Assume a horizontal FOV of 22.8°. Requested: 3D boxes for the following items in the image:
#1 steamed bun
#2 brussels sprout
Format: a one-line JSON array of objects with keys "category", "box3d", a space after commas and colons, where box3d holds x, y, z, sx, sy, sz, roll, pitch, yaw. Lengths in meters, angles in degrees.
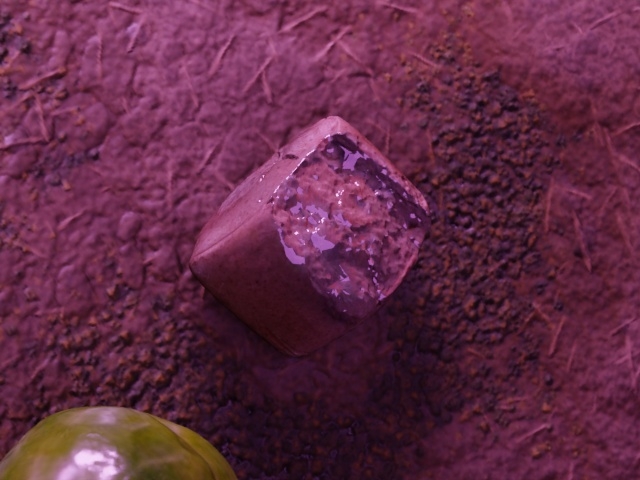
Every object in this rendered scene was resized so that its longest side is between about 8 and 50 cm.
[{"category": "steamed bun", "box3d": [0.000, 0.000, 1.231, 0.145, 0.106, 0.175, 44, 73, -12]}, {"category": "brussels sprout", "box3d": [-0.150, 0.238, 1.117, 0.244, 0.244, 0.244, 1, 88, -18]}]
